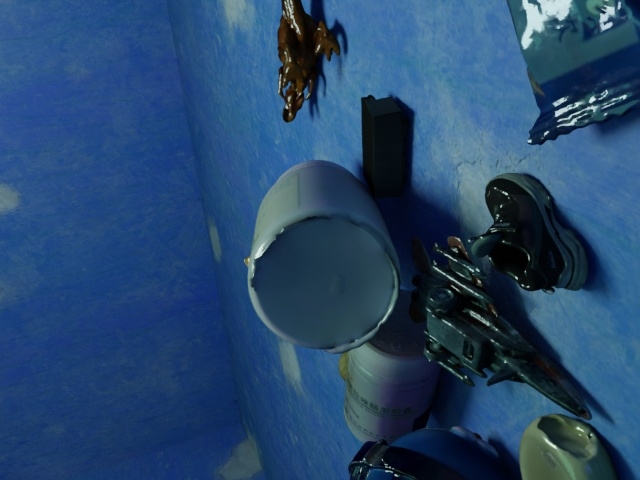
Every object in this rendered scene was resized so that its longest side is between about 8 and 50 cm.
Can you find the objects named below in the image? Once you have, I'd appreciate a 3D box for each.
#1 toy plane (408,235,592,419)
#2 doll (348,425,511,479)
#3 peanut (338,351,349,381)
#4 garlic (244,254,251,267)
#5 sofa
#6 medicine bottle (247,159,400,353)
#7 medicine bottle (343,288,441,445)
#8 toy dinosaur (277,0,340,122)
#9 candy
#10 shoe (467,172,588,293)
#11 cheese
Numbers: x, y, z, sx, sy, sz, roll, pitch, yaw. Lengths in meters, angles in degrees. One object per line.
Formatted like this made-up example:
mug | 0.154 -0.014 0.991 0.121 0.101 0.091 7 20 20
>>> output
toy plane | 0.207 0.126 0.872 0.326 0.105 0.222 -129 31 -52
doll | 0.167 0.406 1.014 0.284 0.240 0.309 34 146 11
peanut | 0.086 0.235 1.352 0.214 0.090 0.098 115 144 -63
garlic | -0.074 0.031 1.567 0.245 0.164 0.145 137 130 -63
sofa | 0.102 -0.149 1.076 0.085 0.060 0.147 -109 12 -56
medicine bottle | 0.000 0.000 1.089 0.378 0.214 0.213 -94 -3 -70
medicine bottle | 0.119 0.217 1.131 0.253 0.152 0.152 92 157 -43
toy dinosaur | -0.035 -0.385 1.245 0.208 0.097 0.431 -111 20 -51
candy | 0.212 -0.263 0.610 0.187 0.077 0.330 -21 85 65
shoe | 0.213 -0.004 0.761 0.071 0.100 0.169 93 156 -49
cheese | 0.296 0.320 0.822 0.137 0.065 0.227 -137 35 -62
